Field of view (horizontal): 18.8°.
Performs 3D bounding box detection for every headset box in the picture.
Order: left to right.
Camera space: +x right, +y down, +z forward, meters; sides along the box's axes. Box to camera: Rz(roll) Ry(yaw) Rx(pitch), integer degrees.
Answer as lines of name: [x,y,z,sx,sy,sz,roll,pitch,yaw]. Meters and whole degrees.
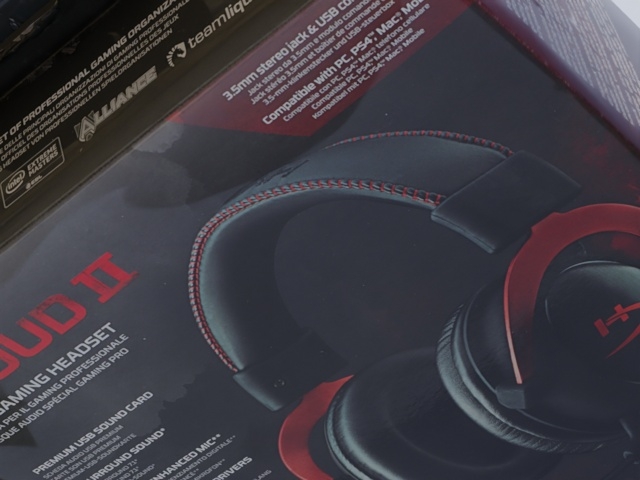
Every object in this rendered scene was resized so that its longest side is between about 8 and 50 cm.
headset box: [0.000,0.000,0.603,0.218,0.293,0.110,-36,-137,20]
